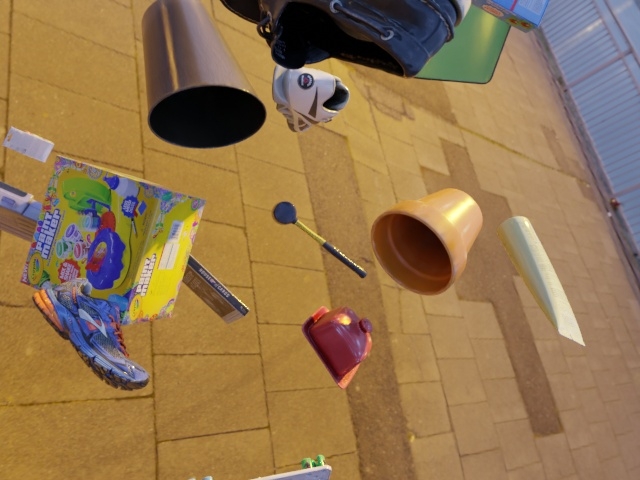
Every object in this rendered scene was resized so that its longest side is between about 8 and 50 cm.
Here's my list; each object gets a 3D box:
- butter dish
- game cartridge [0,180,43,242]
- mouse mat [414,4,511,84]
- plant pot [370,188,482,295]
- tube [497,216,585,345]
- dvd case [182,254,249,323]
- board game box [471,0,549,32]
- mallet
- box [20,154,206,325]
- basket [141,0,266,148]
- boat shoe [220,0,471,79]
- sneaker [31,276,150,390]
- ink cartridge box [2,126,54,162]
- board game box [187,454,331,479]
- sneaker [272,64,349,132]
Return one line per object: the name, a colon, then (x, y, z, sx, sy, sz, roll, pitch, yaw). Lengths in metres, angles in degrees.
butter dish: (0.058, 0.204, 1.041, 0.159, 0.118, 0.160, 55, 23, 3)
game cartridge: (-0.796, -0.100, 1.132, 0.355, 0.230, 0.068, 27, 60, -17)
mouse mat: (0.248, -0.363, 0.886, 0.190, 0.152, 0.007, 2, 40, -10)
plant pot: (0.246, -0.017, 1.051, 0.188, 0.205, 0.205, -37, 96, -33)
tube: (0.375, 0.065, 0.835, 0.070, 0.062, 0.240, -7, 52, -7)
dvd case: (-0.322, 0.141, 1.397, 0.239, 0.179, 0.029, 44, 61, -7)
board game box: (0.232, -0.407, 0.660, 0.212, 0.039, 0.160, 22, 94, -11)
mallet: (0.000, 0.000, 0.782, 0.190, 0.062, 0.039, 37, 86, 0)
box: (-0.452, -0.001, 1.077, 0.177, 0.280, 0.289, 10, 97, -73)
basket: (-0.222, -0.296, 0.843, 0.205, 0.154, 0.226, -5, 63, -39)
boat shoe: (-0.012, -0.247, 0.548, 0.113, 0.340, 0.127, -65, 152, -1)
sneaker: (-0.323, 0.130, 0.711, 0.221, 0.083, 0.087, 40, 59, 14)
ink cartridge box: (-0.828, -0.274, 1.378, 0.115, 0.062, 0.029, 25, 7, -44)
board game box: (-0.184, 0.762, 1.393, 0.391, 0.389, 0.050, -4, 39, -15)
sneaker: (-0.006, -0.312, 1.107, 0.330, 0.147, 0.122, -48, 142, -81)
